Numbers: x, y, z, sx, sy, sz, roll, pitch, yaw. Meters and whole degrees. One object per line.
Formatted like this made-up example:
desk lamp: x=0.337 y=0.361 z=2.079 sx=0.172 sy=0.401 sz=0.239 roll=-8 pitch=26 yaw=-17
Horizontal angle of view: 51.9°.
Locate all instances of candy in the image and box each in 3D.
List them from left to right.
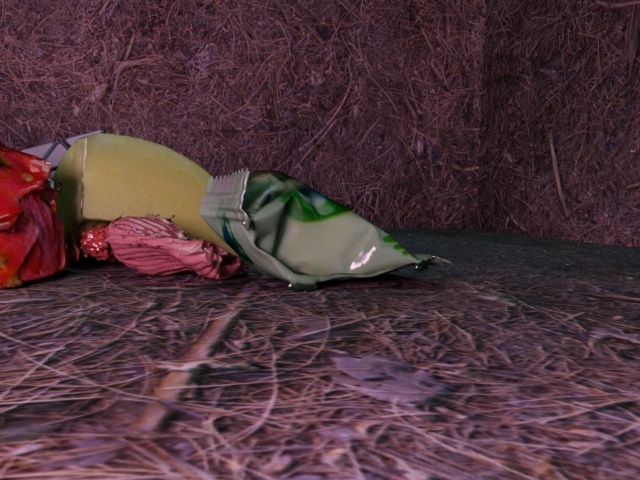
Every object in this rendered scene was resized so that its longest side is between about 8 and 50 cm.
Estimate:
candy: x=0.002 y=-0.006 z=1.109 sx=0.397 sy=0.172 sz=0.263 roll=14 pitch=2 yaw=-27

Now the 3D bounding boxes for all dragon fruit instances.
dragon fruit: x=-0.572 y=-0.052 z=1.010 sx=0.386 sy=0.249 sz=0.371 roll=-4 pitch=11 yaw=-41

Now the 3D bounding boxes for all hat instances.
hat: x=-0.269 y=0.007 z=1.107 sx=0.286 sy=0.107 sz=0.237 roll=8 pitch=-11 yaw=13

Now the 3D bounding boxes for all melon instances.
melon: x=-0.340 y=-0.035 z=1.295 sx=0.343 sy=0.331 sz=0.226 roll=9 pitch=34 yaw=-39

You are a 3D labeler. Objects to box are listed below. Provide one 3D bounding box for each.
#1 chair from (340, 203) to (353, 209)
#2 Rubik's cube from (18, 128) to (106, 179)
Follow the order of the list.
chair: x=-0.063 y=-0.032 z=1.442 sx=0.213 sy=0.174 sz=0.149 roll=16 pitch=13 yaw=25
Rubik's cube: x=-0.592 y=-0.099 z=1.439 sx=0.233 sy=0.229 sz=0.228 roll=-11 pitch=-6 yaw=-44
